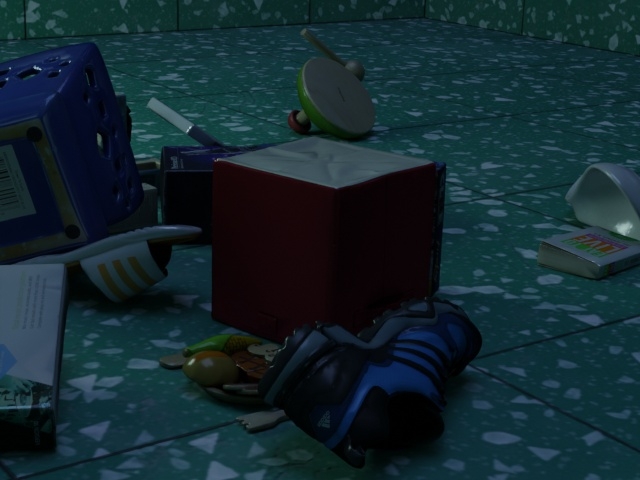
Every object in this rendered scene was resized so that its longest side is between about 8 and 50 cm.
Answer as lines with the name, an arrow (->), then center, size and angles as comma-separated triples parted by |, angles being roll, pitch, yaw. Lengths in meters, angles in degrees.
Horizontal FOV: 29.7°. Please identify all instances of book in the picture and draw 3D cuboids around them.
book -> 0.376, 0.017, 1.641 | 0.096, 0.035, 0.144 | 22, 24, 39

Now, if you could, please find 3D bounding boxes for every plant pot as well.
plant pot -> -0.376, -0.094, 1.525 | 0.236, 0.236, 0.212 | -12, 22, 7

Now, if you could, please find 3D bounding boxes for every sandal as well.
sandal -> -0.257, 0.041, 1.442 | 0.265, 0.076, 0.102 | -15, -5, 15

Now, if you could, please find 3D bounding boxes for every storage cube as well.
storage cube -> 0.000, 0.000, 1.378 | 0.215, 0.193, 0.184 | 17, 23, 38

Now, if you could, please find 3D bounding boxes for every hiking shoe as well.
hiking shoe -> 0.072, 0.141, 1.133 | 0.132, 0.113, 0.304 | 47, 32, 24

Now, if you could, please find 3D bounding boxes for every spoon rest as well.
spoon rest -> 0.419, -0.058, 1.770 | 0.084, 0.137, 0.276 | -33, 6, 3

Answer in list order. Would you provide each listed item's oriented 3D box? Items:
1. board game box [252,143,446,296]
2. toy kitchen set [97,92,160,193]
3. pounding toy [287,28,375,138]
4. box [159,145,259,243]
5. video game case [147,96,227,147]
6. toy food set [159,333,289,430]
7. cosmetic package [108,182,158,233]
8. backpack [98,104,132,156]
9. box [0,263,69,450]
board game box -> 0.032, -0.028, 1.519 | 0.243, 0.165, 0.042 | 8, 18, 18
toy kitchen set -> -0.249, -0.152, 1.891 | 0.207, 0.166, 0.122 | -11, 23, -35
pounding toy -> 0.005, -0.278, 2.404 | 0.183, 0.110, 0.237 | 25, 44, -29
box -> -0.125, -0.068, 1.729 | 0.207, 0.108, 0.153 | -1, 18, -10
video game case -> -0.171, -0.152, 1.886 | 0.173, 0.022, 0.190 | 34, 1, -32
toy food set -> -0.070, 0.127, 1.215 | 0.132, 0.038, 0.192 | -10, 20, -33
cosmetic package -> -0.291, -0.044, 1.718 | 0.115, 0.060, 0.041 | -9, 19, -35
backpack -> -0.416, -0.165, 2.006 | 0.152, 0.115, 0.182 | -2, 14, 33
box -> -0.404, 0.107, 1.130 | 0.322, 0.058, 0.232 | -2, 32, -8
